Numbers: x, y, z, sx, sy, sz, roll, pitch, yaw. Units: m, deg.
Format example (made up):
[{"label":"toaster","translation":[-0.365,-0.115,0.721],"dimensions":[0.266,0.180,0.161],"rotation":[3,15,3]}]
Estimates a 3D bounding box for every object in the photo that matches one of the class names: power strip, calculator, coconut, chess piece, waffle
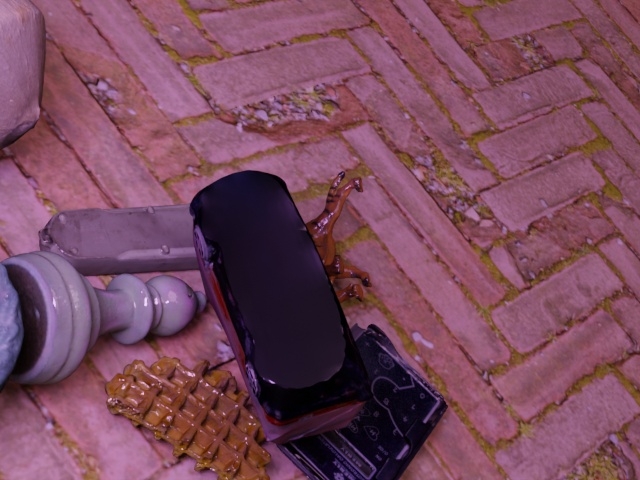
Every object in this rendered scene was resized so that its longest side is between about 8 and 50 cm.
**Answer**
[{"label":"power strip","translation":[-0.207,-0.001,1.421],"dimensions":[0.286,0.048,0.080],"rotation":[-4,57,-38]},{"label":"calculator","translation":[0.049,0.212,1.438],"dimensions":[0.166,0.028,0.274],"rotation":[45,36,2]},{"label":"coconut","translation":[-0.416,-0.189,1.279],"dimensions":[0.247,0.245,0.245],"rotation":[42,42,-2]},{"label":"chess piece","translation":[-0.227,0.076,1.307],"dimensions":[0.271,0.139,0.139],"rotation":[-3,58,-52]},{"label":"waffle","translation":[-0.145,0.202,1.304],"dimensions":[0.192,0.046,0.161],"rotation":[9,51,-31]}]

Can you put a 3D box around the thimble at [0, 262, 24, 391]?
[{"label":"thimble","translation":[-0.395,0.087,1.131],"dimensions":[0.198,0.143,0.235],"rotation":[0,50,-37]}]

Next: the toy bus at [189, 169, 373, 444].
[{"label":"toy bus","translation":[-0.053,0.076,1.336],"dimensions":[0.127,0.147,0.303],"rotation":[-17,62,-16]}]

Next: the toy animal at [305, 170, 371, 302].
[{"label":"toy animal","translation":[0.002,0.007,1.550],"dimensions":[0.255,0.116,0.114],"rotation":[-73,152,-48]}]
